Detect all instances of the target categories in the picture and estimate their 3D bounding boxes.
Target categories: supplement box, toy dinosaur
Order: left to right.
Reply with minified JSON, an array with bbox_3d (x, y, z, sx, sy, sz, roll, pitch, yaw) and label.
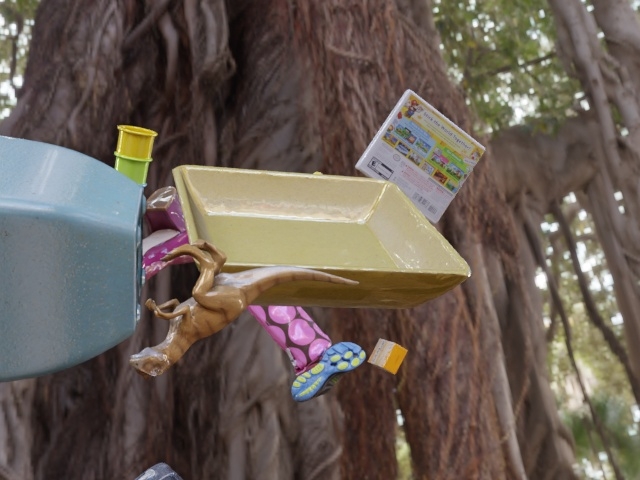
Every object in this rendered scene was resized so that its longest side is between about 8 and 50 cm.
[{"bbox_3d":[-0.087,0.048,0.793,0.211,0.112,0.064,-31,0,-16],"label":"toy dinosaur"},{"bbox_3d":[0.149,0.258,1.934,0.036,0.062,0.098,31,-9,-14],"label":"supplement box"}]

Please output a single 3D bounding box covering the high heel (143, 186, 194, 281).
[{"bbox_3d":[-0.333,0.076,1.644,0.127,0.377,0.181,4,-48,30],"label":"high heel"}]

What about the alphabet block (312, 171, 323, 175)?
[{"bbox_3d":[0.000,0.000,1.928,0.192,0.193,0.197,-34,-34,13],"label":"alphabet block"}]

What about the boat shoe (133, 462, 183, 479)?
[{"bbox_3d":[-0.268,0.357,0.944,0.301,0.102,0.108,-36,-27,-25],"label":"boat shoe"}]

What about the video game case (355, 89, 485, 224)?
[{"bbox_3d":[0.221,-0.181,1.900,0.227,0.206,0.026,35,-2,-16],"label":"video game case"}]

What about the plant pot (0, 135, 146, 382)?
[{"bbox_3d":[-0.343,0.020,1.055,0.252,0.248,0.247,3,-67,-9],"label":"plant pot"}]

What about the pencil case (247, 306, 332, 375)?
[{"bbox_3d":[-0.075,0.146,1.576,0.098,0.209,0.095,-37,-11,-38],"label":"pencil case"}]

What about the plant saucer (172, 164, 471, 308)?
[{"bbox_3d":[-0.019,0.000,1.130,0.333,0.333,0.081,3,-67,-15],"label":"plant saucer"}]

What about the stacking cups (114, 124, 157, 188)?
[{"bbox_3d":[-0.467,-0.112,2.067,0.096,0.316,0.096,14,10,-3],"label":"stacking cups"}]

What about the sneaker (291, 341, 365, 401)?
[{"bbox_3d":[0.013,0.283,1.864,0.188,0.067,0.078,-34,-16,-19],"label":"sneaker"}]
